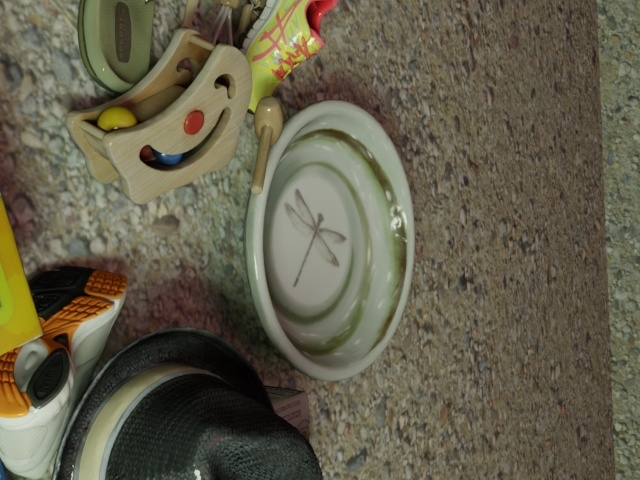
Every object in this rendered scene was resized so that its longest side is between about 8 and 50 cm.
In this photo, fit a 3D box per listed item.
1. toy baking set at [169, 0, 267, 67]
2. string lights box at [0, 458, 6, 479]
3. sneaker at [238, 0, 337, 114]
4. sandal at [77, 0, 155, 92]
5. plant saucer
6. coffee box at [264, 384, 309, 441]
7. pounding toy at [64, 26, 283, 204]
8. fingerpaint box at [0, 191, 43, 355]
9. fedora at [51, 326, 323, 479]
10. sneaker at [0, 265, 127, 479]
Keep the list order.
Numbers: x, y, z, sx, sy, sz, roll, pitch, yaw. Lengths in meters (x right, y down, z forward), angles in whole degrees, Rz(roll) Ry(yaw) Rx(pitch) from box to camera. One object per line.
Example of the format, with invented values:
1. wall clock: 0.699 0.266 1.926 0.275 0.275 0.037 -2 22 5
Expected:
1. toy baking set: -0.105 -0.322 1.112 0.256 0.030 0.197 -36 136 -45
2. string lights box: -0.351 0.290 0.785 0.133 0.076 0.260 -25 110 -51
3. sneaker: -0.044 -0.263 1.149 0.208 0.094 0.081 -67 162 0
4. sandal: -0.211 -0.320 0.961 0.120 0.086 0.303 -9 98 -54
5. plant saucer: 0.000 0.000 1.244 0.400 0.100 0.401 1 89 -54
6. coffee box: -0.144 0.289 1.033 0.297 0.119 0.168 -8 97 -53
7. pounding toy: -0.132 -0.139 0.966 0.269 0.155 0.154 -32 138 -41
8. fingerpaint box: -0.455 -0.018 0.566 0.445 0.163 0.371 -33 117 -50
9. fedora: -0.100 0.247 0.858 0.334 0.152 0.334 -4 95 -55
10. sneaker: -0.268 0.125 0.866 0.262 0.099 0.121 -74 173 -59
